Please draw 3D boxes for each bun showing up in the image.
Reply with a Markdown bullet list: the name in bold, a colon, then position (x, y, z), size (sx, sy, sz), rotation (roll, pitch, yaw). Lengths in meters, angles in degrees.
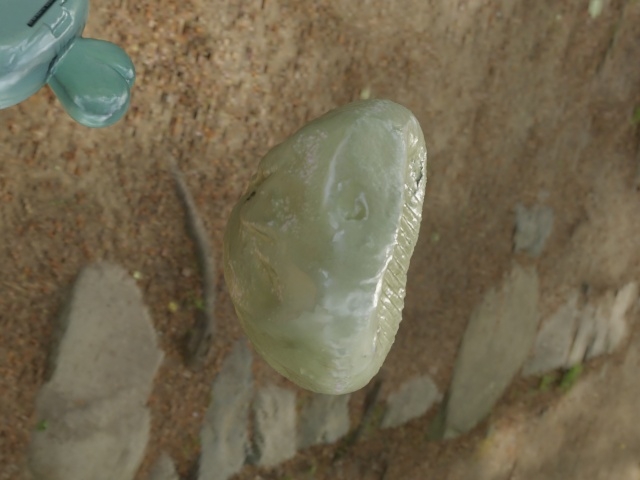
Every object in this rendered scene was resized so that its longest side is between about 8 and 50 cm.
- **bun**: position (0.000, 0.000, 0.838), size (0.231, 0.133, 0.231), rotation (11, 90, -79)

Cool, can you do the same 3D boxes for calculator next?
- **calculator**: position (-0.241, -0.161, 0.697), size (0.042, 0.295, 0.184), rotation (-55, -170, 36)
